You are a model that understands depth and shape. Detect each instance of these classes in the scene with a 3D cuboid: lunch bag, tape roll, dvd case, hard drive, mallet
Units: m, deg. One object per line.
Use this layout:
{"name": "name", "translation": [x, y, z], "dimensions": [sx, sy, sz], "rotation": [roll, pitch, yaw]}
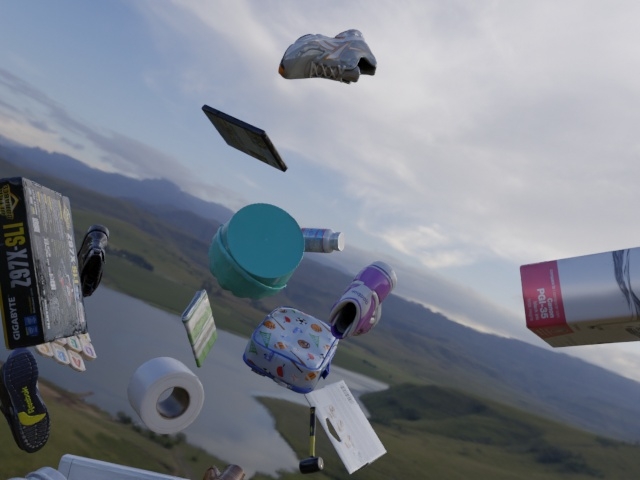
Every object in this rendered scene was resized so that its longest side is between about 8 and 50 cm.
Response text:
{"name": "lunch bag", "translation": [-0.074, 0.316, 1.628], "dimensions": [0.243, 0.114, 0.303], "rotation": [26, 21, 8]}
{"name": "tape roll", "translation": [-0.586, 0.583, 2.120], "dimensions": [0.246, 0.246, 0.169], "rotation": [27, -6, -35]}
{"name": "dvd case", "translation": [-0.221, -0.298, 1.633], "dimensions": [0.253, 0.022, 0.180], "rotation": [29, -15, 31]}
{"name": "hard drive", "translation": [-0.542, 0.724, 1.486], "dimensions": [0.353, 0.232, 0.047], "rotation": [10, -9, 4]}
{"name": "mallet", "translation": [-0.031, 0.554, 1.553], "dimensions": [0.062, 0.189, 0.039], "rotation": [-25, -50, 15]}

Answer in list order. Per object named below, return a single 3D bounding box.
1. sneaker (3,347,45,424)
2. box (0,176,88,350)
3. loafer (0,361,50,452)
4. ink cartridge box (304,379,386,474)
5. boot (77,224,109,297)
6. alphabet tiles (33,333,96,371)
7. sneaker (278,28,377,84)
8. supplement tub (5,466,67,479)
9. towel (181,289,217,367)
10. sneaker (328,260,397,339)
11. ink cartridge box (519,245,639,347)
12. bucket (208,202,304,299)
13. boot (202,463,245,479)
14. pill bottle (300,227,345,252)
{"name": "sneaker", "translation": [-0.516, 0.247, 0.966], "dimensions": [0.053, 0.144, 0.059], "rotation": [-11, 24, -35]}
{"name": "box", "translation": [-0.575, 0.050, 1.151], "dimensions": [0.079, 0.321, 0.257], "rotation": [-9, -3, -8]}
{"name": "loafer", "translation": [-0.701, 0.391, 1.311], "dimensions": [0.078, 0.220, 0.080], "rotation": [-32, -17, 30]}
{"name": "ink cartridge box", "translation": [0.065, 0.593, 1.772], "dimensions": [0.239, 0.060, 0.275], "rotation": [2, 50, -56]}
{"name": "boot", "translation": [-0.677, 0.095, 1.626], "dimensions": [0.091, 0.262, 0.229], "rotation": [11, 24, -23]}
{"name": "alphabet tiles", "translation": [-0.746, 0.240, 1.561], "dimensions": [0.278, 0.021, 0.284], "rotation": [49, -1, 41]}
{"name": "sneaker", "translation": [0.028, -0.411, 1.299], "dimensions": [0.121, 0.262, 0.099], "rotation": [55, -30, 17]}
{"name": "supplement tub", "translation": [-0.696, 0.662, 1.180], "dimensions": [0.241, 0.241, 0.331], "rotation": [16, 22, 29]}
{"name": "towel", "translation": [-0.285, 0.206, 1.315], "dimensions": [0.023, 0.113, 0.152], "rotation": [3, -58, 15]}
{"name": "sneaker", "translation": [0.063, 0.167, 1.238], "dimensions": [0.102, 0.161, 0.282], "rotation": [35, -32, 15]}
{"name": "ink cartridge box", "translation": [0.510, 0.098, 0.947], "dimensions": [0.283, 0.117, 0.207], "rotation": [-12, -26, 31]}
{"name": "bucket", "translation": [-0.191, 0.031, 1.698], "dimensions": [0.281, 0.281, 0.183], "rotation": [23, -30, -13]}
{"name": "boot", "translation": [-0.273, 0.607, 1.317], "dimensions": [0.073, 0.152, 0.197], "rotation": [46, -44, 2]}
{"name": "pill bottle", "translation": [0.000, 0.000, 1.956], "dimensions": [0.160, 0.087, 0.087], "rotation": [2, -16, 24]}
